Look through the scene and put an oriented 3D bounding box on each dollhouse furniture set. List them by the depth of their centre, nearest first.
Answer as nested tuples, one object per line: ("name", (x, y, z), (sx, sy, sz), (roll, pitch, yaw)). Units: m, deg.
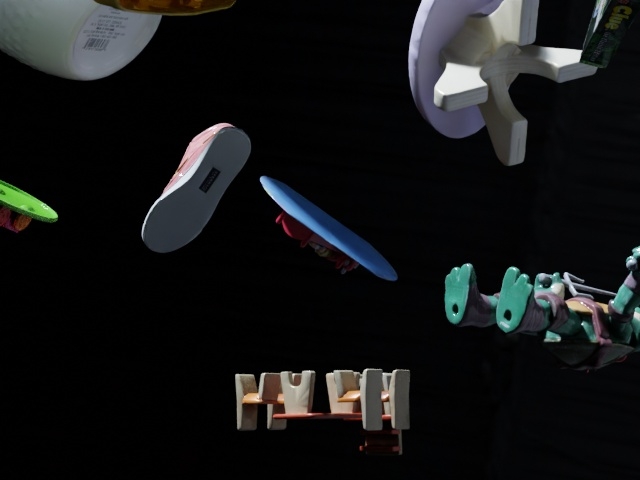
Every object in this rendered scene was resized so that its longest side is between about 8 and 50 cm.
("dollhouse furniture set", (0.033, 0.279, 1.964), (0.259, 0.262, 0.135), (10, -103, -52))

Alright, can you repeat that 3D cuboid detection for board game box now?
("board game box", (0.279, -0.289, 1.048), (0.136, 0.030, 0.259), (90, -162, -70))
("board game box", (0.000, 0.000, 1.218), (0.033, 0.169, 0.133), (-53, 10, 10))

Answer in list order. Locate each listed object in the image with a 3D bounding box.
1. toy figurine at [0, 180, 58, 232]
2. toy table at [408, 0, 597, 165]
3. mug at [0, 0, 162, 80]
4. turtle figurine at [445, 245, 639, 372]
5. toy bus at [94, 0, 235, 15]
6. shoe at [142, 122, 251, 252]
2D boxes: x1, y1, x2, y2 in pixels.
("toy figurine", (-0.402, 0.012, 1.393), (0.159, 0.130, 0.173), (-62, -15, 4))
("toy table", (0.240, -0.245, 1.717), (0.161, 0.252, 0.274), (47, 157, 49))
("mug", (-0.365, -0.381, 1.734), (0.276, 0.328, 0.374), (-49, -19, 10))
("turtle figurine", (0.239, 0.062, 1.128), (0.175, 0.234, 0.118), (-27, 63, 53))
("toy bus", (-0.149, -0.264, 0.783), (0.149, 0.211, 0.220), (-19, -63, -57))
("shoe", (-0.151, -0.065, 1.472), (0.178, 0.063, 0.081), (-52, 17, 2))
